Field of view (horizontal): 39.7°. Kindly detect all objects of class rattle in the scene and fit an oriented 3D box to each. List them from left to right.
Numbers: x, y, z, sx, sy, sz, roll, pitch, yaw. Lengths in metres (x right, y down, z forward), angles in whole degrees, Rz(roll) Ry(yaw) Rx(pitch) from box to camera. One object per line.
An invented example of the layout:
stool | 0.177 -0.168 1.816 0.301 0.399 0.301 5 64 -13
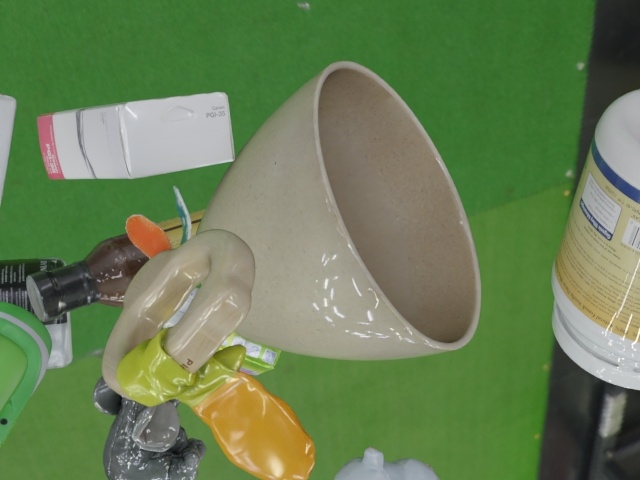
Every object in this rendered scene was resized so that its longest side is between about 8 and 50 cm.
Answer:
rattle | -0.070 0.055 0.617 0.142 0.199 0.130 25 97 -21

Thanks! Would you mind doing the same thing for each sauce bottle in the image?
sauce bottle | -0.258 0.033 1.317 0.344 0.111 0.112 -17 130 -30

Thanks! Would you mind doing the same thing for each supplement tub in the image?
supplement tub | -0.625 0.141 1.596 0.337 0.207 0.207 -3 125 -15
supplement tub | 0.406 0.003 1.052 0.228 0.228 0.316 -13 133 -21

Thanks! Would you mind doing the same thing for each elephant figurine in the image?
elephant figurine | -0.267 0.256 1.376 0.169 0.186 0.240 2 116 8

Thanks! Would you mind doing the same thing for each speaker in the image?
speaker | -0.433 0.210 1.049 0.131 0.297 0.131 9 131 10

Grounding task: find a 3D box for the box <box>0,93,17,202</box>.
box | -0.434 -0.104 0.921 0.181 0.181 0.119 11 86 -33

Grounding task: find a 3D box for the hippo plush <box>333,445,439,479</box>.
hippo plush | 0.090 0.436 1.256 0.294 0.237 0.234 2 133 -35

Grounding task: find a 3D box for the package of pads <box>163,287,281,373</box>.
package of pads | -0.197 0.180 1.752 0.229 0.296 0.101 22 75 -6

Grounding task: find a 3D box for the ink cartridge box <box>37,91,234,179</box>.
ink cartridge box | -0.308 -0.171 1.468 0.207 0.283 0.117 -15 103 -40

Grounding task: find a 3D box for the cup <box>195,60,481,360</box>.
cup | 0.000 0.000 1.005 0.236 0.331 0.331 -24 139 29
